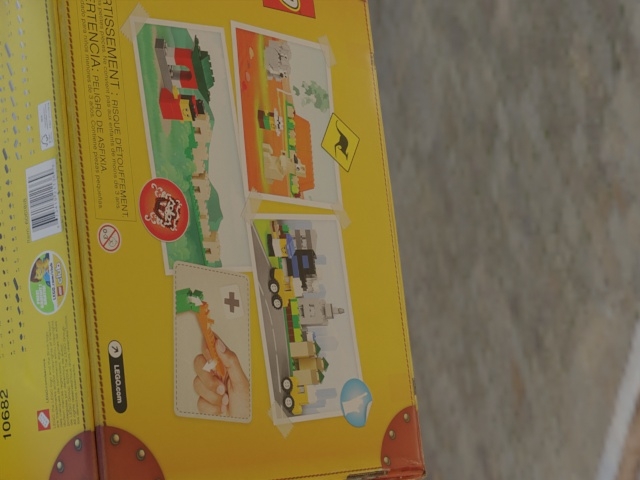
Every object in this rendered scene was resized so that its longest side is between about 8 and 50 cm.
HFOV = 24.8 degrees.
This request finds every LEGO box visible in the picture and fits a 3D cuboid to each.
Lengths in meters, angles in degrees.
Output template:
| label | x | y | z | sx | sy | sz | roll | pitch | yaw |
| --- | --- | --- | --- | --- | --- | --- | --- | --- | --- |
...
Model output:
| label | x | y | z | sx | sy | sz | roll | pitch | yaw |
| --- | --- | --- | --- | --- | --- | --- | --- | --- | --- |
| LEGO box | -0.122 | -0.026 | 1.228 | 0.193 | 0.372 | 0.500 | -15 | 77 | 41 |
